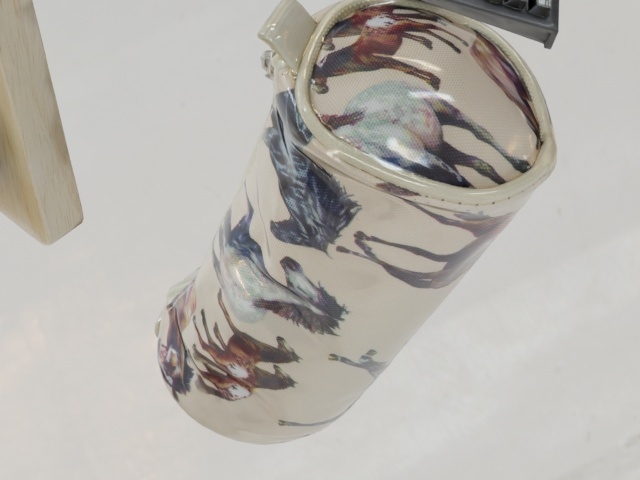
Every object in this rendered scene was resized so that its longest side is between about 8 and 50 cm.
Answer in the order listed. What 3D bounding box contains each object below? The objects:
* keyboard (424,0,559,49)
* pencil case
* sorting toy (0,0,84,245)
[{"bbox_3d":[0.088,-0.170,0.663,0.108,0.023,0.180,16,62,-19],"label":"keyboard"},{"bbox_3d":[0.000,0.000,1.011,0.183,0.410,0.160,38,55,4],"label":"pencil case"},{"bbox_3d":[-0.245,-0.128,0.696,0.255,0.257,0.089,34,58,28],"label":"sorting toy"}]
